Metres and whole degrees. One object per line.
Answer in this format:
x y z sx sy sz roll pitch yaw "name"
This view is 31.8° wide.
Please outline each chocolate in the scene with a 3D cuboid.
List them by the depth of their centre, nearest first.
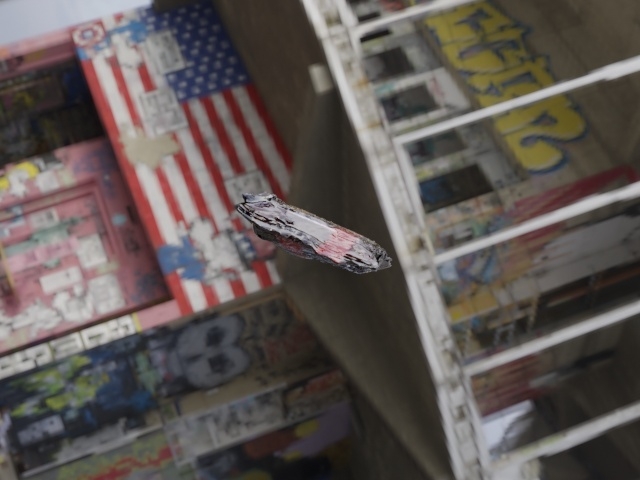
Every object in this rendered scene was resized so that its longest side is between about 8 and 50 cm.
0.000 0.000 0.639 0.182 0.086 0.028 22 91 -86 "chocolate"
